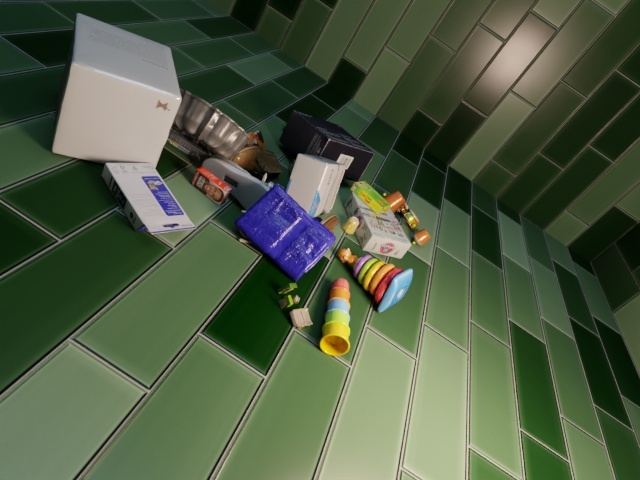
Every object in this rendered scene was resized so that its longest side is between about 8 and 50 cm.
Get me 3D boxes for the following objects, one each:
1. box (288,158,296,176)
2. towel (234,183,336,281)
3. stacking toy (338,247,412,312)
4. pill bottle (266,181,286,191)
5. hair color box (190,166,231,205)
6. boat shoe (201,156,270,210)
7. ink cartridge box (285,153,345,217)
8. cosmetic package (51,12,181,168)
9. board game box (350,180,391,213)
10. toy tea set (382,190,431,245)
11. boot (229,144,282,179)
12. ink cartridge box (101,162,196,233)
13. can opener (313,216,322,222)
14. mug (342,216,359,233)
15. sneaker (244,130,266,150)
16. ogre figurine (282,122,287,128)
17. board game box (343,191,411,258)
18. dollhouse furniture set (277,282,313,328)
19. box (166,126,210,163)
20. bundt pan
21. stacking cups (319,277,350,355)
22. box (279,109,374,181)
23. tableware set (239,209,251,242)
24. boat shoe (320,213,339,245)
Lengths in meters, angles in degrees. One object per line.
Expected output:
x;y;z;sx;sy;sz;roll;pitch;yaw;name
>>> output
-0.048;-0.267;2.145;0.183;0.056;0.231;19;35;-25;box
-0.119;-0.034;1.635;0.308;0.076;0.227;42;69;1;towel
0.189;0.122;1.796;0.302;0.175;0.166;34;29;25;stacking toy
-0.170;-0.193;1.926;0.120;0.067;0.067;32;32;-4;pill bottle
-0.407;-0.202;1.719;0.141;0.072;0.043;36;31;3;hair color box
-0.280;-0.212;1.812;0.367;0.135;0.156;32;28;13;boat shoe
-0.023;-0.222;1.867;0.129;0.223;0.307;22;13;12;ink cartridge box
-0.704;-0.500;1.595;0.328;0.329;0.393;11;38;-34;cosmetic package
0.235;-0.201;2.156;0.181;0.043;0.092;46;33;19;board game box
0.421;-0.105;2.347;0.200;0.124;0.336;46;14;-45;toy tea set
-0.264;-0.324;1.966;0.115;0.112;0.305;57;27;13;boot
-0.554;-0.124;1.491;0.166;0.065;0.332;-9;51;-48;ink cartridge box
-0.087;-0.096;1.889;0.186;0.073;0.059;14;45;-15;can opener
0.139;-0.066;2.046;0.062;0.064;0.078;21;35;-23;mug
-0.328;-0.432;2.075;0.262;0.121;0.099;-43;119;-77;sneaker
-0.093;-0.575;2.481;0.197;0.096;0.118;34;11;-31;ogre figurine
0.256;-0.071;2.132;0.224;0.097;0.303;13;37;-29;board game box
-0.090;0.218;1.504;0.076;0.059;0.151;1;64;-52;dollhouse furniture set
-0.541;-0.428;1.903;0.233;0.059;0.183;32;32;-7;box
-0.431;-0.416;1.721;0.331;0.124;0.331;31;-4;3;bundt pan
0.065;0.242;1.552;0.096;0.096;0.316;30;31;-9;stacking cups
0.032;-0.466;2.304;0.344;0.178;0.312;5;34;-45;box
-0.207;-0.028;1.694;0.194;0.039;0.128;12;62;-23;tableware set
0.000;0.000;1.807;0.104;0.110;0.307;42;42;4;boat shoe
